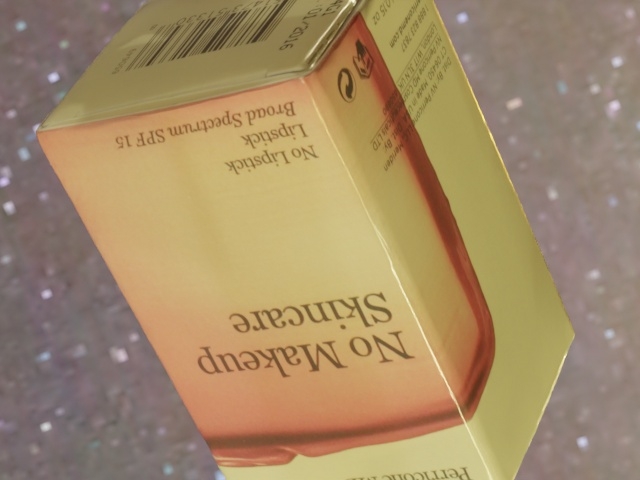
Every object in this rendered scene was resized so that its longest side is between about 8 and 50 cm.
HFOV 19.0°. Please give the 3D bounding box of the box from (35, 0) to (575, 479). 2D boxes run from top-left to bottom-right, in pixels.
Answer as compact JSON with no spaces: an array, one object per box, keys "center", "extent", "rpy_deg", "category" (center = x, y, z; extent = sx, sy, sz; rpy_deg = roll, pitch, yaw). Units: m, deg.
[{"center":[0.000,0.000,0.887],"extent":[0.232,0.148,0.127],"rpy_deg":[64,-146,-26],"category":"box"}]
